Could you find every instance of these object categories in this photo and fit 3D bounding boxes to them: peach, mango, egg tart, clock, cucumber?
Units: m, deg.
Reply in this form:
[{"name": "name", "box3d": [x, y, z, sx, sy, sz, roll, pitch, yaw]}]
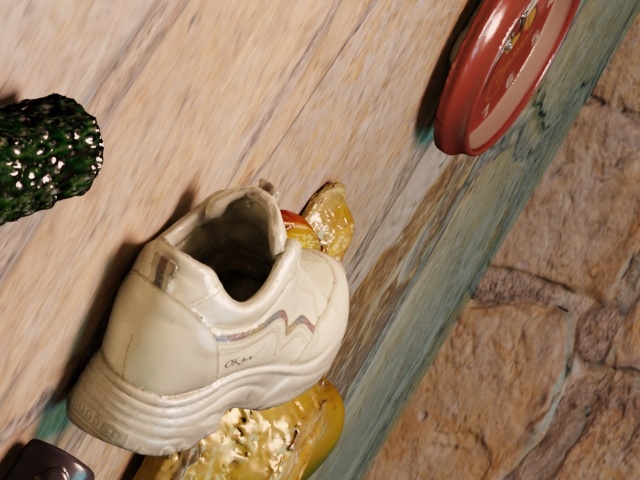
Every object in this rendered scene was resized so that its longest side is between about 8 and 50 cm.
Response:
[{"name": "peach", "box3d": [-0.051, 0.008, 1.744, 0.098, 0.061, 0.098, -22, 138, -22]}, {"name": "mango", "box3d": [-0.072, 0.259, 2.177, 0.251, 0.114, 0.156, -43, 174, -20]}, {"name": "egg tart", "box3d": [-0.085, 0.226, 1.935, 0.341, 0.132, 0.341, -61, 169, -21]}, {"name": "egg tart", "box3d": [0.000, 0.000, 1.976, 0.129, 0.049, 0.129, -56, 166, -21]}, {"name": "clock", "box3d": [0.227, -0.248, 2.272, 0.318, 0.080, 0.318, -52, 163, -23]}, {"name": "cucumber", "box3d": [-0.204, -0.030, 0.967, 0.067, 0.067, 0.293, -64, 167, 19]}]

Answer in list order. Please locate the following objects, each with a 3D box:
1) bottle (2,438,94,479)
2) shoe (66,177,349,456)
[{"name": "bottle", "box3d": [-0.263, 0.272, 1.439, 0.244, 0.072, 0.082, -59, -173, -7]}, {"name": "shoe", "box3d": [-0.061, 0.040, 1.553, 0.342, 0.132, 0.210, -26, 145, -53]}]
